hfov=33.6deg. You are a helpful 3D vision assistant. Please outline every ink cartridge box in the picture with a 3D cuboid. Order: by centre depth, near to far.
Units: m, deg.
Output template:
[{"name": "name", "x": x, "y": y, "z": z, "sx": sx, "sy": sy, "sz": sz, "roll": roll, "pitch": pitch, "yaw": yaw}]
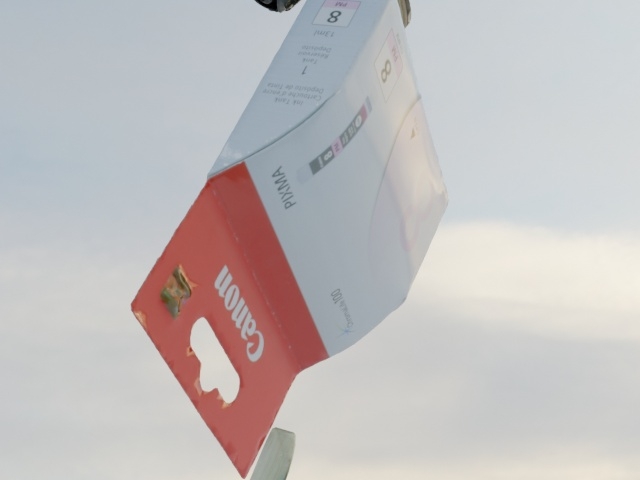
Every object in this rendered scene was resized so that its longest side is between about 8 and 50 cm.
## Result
[{"name": "ink cartridge box", "x": 0.000, "y": 0.000, "z": 0.605, "sx": 0.066, "sy": 0.232, "sz": 0.189, "roll": 7, "pitch": -36, "yaw": 23}]

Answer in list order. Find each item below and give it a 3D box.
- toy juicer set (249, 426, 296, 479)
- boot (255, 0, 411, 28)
[{"name": "toy juicer set", "x": 0.004, "y": 0.269, "z": 0.436, "sx": 0.089, "sy": 0.329, "sz": 0.209, "roll": 18, "pitch": -61, "yaw": -37}, {"name": "boot", "x": -0.002, "y": -0.237, "z": 0.999, "sx": 0.077, "sy": 0.137, "sz": 0.198, "roll": -1, "pitch": -39, "yaw": 47}]
